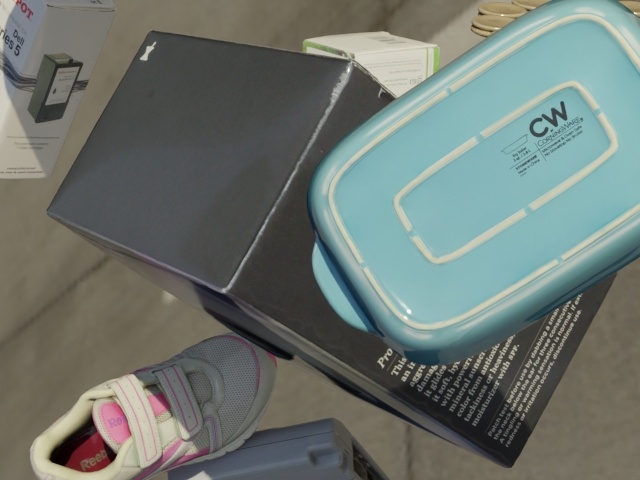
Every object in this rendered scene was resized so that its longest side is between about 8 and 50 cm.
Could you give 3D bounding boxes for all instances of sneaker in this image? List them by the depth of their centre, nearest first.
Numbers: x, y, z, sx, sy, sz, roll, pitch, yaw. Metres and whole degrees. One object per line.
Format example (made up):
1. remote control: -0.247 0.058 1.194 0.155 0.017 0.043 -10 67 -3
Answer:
1. sneaker: -0.152 0.165 1.301 0.252 0.111 0.103 -34 71 -1

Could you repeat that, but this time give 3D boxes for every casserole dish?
1. casserole dish: 0.078 -0.026 0.602 0.188 0.037 0.114 -33 82 7

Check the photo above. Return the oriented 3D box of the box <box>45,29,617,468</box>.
1. box: 0.000 0.000 1.085 0.296 0.294 0.182 19 76 56

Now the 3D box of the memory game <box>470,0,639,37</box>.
1. memory game: 0.200 -0.148 1.039 0.186 0.186 0.012 -132 41 -57

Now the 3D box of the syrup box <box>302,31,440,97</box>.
1. syrup box: 0.043 -0.069 1.349 0.093 0.096 0.237 26 120 55

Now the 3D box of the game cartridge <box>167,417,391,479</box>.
1. game cartridge: -0.030 0.267 1.465 0.198 0.297 0.062 -9 58 17

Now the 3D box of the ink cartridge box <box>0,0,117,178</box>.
1. ink cartridge box: -0.401 -0.246 1.913 0.198 0.115 0.273 48 125 33
